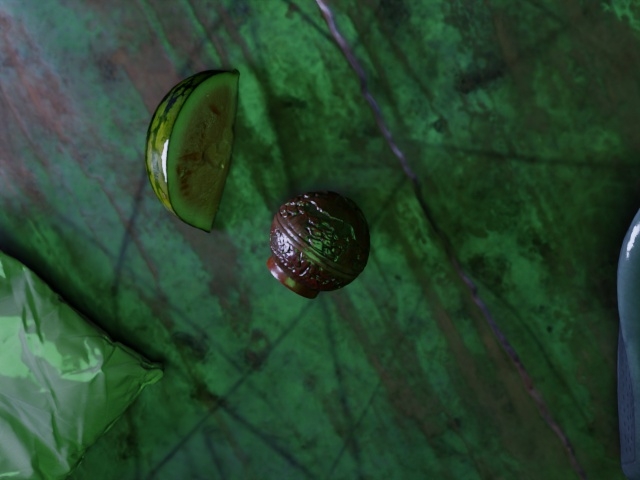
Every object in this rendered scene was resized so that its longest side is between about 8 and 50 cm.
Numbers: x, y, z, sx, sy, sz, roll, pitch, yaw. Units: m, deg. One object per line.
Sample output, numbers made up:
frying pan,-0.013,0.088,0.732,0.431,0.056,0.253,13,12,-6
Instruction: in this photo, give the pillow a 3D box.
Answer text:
pillow,-0.348,0.149,1.246,0.274,0.076,0.281,40,103,-9

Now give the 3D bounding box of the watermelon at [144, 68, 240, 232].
watermelon,-0.138,-0.092,1.193,0.069,0.087,0.163,21,105,36

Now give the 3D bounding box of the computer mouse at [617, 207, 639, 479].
computer mouse,0.370,0.087,1.169,0.188,0.122,0.371,-3,111,7

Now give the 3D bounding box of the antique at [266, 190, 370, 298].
antique,0.000,0.000,1.177,0.104,0.104,0.104,1,104,3
